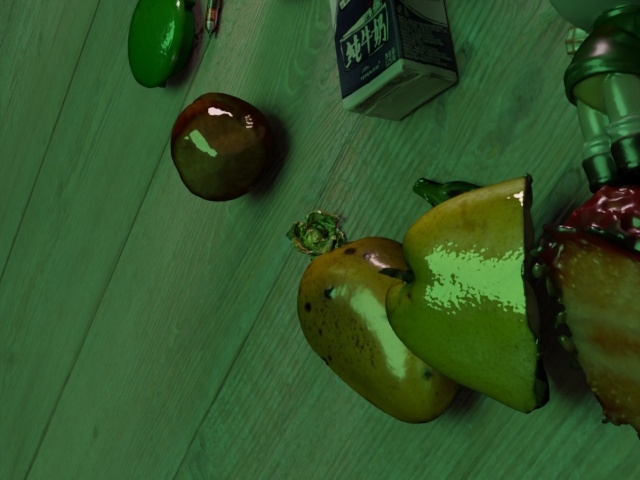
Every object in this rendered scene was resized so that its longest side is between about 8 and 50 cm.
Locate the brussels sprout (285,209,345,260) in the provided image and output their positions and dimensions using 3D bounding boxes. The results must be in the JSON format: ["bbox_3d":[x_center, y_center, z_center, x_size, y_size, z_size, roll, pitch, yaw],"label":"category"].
[{"bbox_3d":[0.000,0.000,1.620,0.085,0.058,0.085,-7,71,21],"label":"brussels sprout"}]

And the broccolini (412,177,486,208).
[{"bbox_3d":[0.187,-0.041,1.380,0.091,0.068,0.202,-62,24,9],"label":"broccolini"}]

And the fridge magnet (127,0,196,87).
[{"bbox_3d":[-0.307,-0.393,2.067,0.208,0.088,0.208,-10,78,53],"label":"fridge magnet"}]

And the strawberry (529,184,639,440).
[{"bbox_3d":[0.346,0.049,1.022,0.253,0.150,0.280,58,152,-3],"label":"strawberry"}]

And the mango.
[{"bbox_3d":[0.086,0.109,1.402,0.191,0.160,0.290,-56,48,22],"label":"mango"}]

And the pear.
[{"bbox_3d":[0.160,0.062,1.204,0.178,0.267,0.267,-3,81,14],"label":"pear"}]

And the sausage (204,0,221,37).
[{"bbox_3d":[-0.187,-0.466,1.962,0.028,0.025,0.198,10,95,23],"label":"sausage"}]

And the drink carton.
[{"bbox_3d":[0.094,-0.295,1.486,0.134,0.102,0.222,-31,59,51],"label":"drink carton"}]

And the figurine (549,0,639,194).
[{"bbox_3d":[0.309,-0.233,1.102,0.281,0.167,0.370,138,135,-69],"label":"figurine"}]

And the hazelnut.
[{"bbox_3d":[-0.153,-0.156,1.770,0.182,0.182,0.182,-10,78,54],"label":"hazelnut"}]
